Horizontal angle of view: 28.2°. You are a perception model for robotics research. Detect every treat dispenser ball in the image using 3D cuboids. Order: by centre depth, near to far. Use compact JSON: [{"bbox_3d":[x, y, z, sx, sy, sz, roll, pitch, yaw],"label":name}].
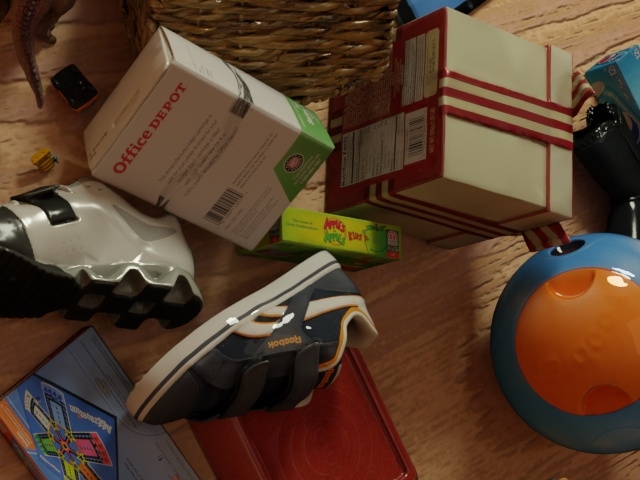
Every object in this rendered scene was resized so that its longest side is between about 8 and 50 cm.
[{"bbox_3d":[0.367,0.134,1.667,0.288,0.288,0.288,10,73,-36],"label":"treat dispenser ball"}]

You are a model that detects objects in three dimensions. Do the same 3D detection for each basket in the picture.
[{"bbox_3d":[-0.080,-0.282,1.482,0.299,0.223,0.213,-3,118,-20],"label":"basket"}]

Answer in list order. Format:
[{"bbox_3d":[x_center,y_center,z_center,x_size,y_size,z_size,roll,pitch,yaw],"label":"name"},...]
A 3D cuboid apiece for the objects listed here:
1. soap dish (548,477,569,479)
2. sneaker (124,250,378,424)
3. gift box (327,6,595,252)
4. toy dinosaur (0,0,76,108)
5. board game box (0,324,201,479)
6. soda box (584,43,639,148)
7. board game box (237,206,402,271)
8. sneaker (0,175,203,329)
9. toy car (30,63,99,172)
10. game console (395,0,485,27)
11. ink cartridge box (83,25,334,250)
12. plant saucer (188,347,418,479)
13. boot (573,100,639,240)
[{"bbox_3d":[0.196,0.409,1.518,0.291,0.229,0.118,-27,80,-40],"label":"soap dish"},{"bbox_3d":[-0.060,0.129,1.391,0.321,0.126,0.127,-32,76,-37],"label":"sneaker"},{"bbox_3d":[0.188,-0.123,1.603,0.258,0.276,0.255,14,76,-37],"label":"gift box"},{"bbox_3d":[-0.276,-0.298,1.316,0.127,0.200,0.296,23,67,-33],"label":"toy dinosaur"},{"bbox_3d":[-0.217,0.245,1.345,0.145,0.027,0.281,-43,106,-38],"label":"board game box"},{"bbox_3d":[0.499,-0.193,1.992,0.071,0.067,0.210,-37,102,-38],"label":"soda box"},{"bbox_3d":[0.000,0.000,1.533,0.181,0.092,0.043,9,74,-37],"label":"board game box"},{"bbox_3d":[-0.282,-0.002,1.311,0.330,0.122,0.146,13,53,-36],"label":"sneaker"},{"bbox_3d":[-0.286,-0.131,1.387,0.122,0.060,0.040,-55,159,-15],"label":"toy car"},{"bbox_3d":[0.195,-0.452,1.754,0.173,0.250,0.293,42,52,9],"label":"game console"},{"bbox_3d":[-0.123,-0.108,1.380,0.219,0.160,0.092,27,23,-32],"label":"ink cartridge box"},{"bbox_3d":[-0.003,0.243,1.503,0.259,0.047,0.258,-31,99,-38],"label":"plant saucer"},{"bbox_3d":[0.430,-0.066,1.887,0.207,0.094,0.246,50,47,-22],"label":"boot"}]
